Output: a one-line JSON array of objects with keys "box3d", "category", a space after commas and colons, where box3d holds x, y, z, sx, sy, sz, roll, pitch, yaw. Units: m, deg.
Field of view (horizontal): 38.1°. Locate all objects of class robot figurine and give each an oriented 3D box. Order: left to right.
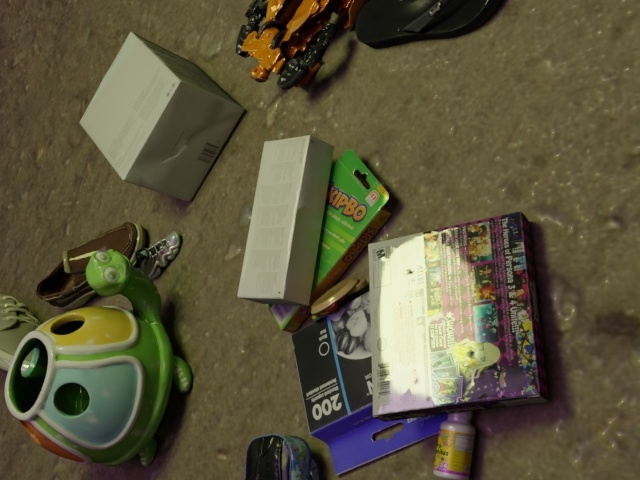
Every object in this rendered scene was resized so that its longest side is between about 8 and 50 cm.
[{"box3d": [-0.016, -0.369, 1.452, 0.211, 0.085, 0.291, 44, 107, 42], "category": "robot figurine"}]

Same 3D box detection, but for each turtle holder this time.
[{"box3d": [-0.352, 0.204, 1.479, 0.320, 0.227, 0.243, -51, 48, 19], "category": "turtle holder"}]

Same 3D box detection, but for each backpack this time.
[{"box3d": [-0.052, 0.323, 1.264, 0.105, 0.084, 0.114, -15, 71, 40], "category": "backpack"}]

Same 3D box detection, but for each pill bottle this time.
[{"box3d": [0.163, 0.246, 1.118, 0.043, 0.043, 0.083, 0, 77, 43], "category": "pill bottle"}]

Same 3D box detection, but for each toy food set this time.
[{"box3d": [0.022, 0.079, 1.284, 0.020, 0.083, 0.083, 54, 144, -6], "category": "toy food set"}]

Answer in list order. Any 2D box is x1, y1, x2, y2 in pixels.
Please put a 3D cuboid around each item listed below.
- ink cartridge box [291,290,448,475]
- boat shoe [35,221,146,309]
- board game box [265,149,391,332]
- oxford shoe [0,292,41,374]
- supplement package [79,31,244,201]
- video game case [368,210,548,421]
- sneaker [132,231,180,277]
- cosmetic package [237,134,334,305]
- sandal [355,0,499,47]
[{"box3d": [0.062, 0.181, 1.233, 0.206, 0.045, 0.208, -32, 58, 30], "category": "ink cartridge box"}, {"box3d": [-0.425, 0.049, 1.688, 0.257, 0.095, 0.095, -39, 54, 27], "category": "boat shoe"}, {"box3d": [0.000, 0.000, 1.354, 0.259, 0.039, 0.124, -53, 48, 20], "category": "board game box"}, {"box3d": [-0.600, 0.178, 1.777, 0.449, 0.169, 0.130, 19, 71, 45], "category": "oxford shoe"}, {"box3d": [-0.275, -0.212, 1.595, 0.194, 0.149, 0.203, -56, 47, 14], "category": "supplement package"}, {"box3d": [0.161, 0.094, 1.133, 0.210, 0.042, 0.232, -13, 63, 26], "category": "video game case"}, {"box3d": [-0.288, 0.021, 1.589, 0.098, 0.069, 0.038, -55, 48, 15], "category": "sneaker"}, {"box3d": [-0.048, -0.027, 1.343, 0.099, 0.060, 0.239, -2, 75, 46], "category": "cosmetic package"}, {"box3d": [0.146, -0.329, 1.309, 0.255, 0.054, 0.097, -11, 69, 40], "category": "sandal"}]
